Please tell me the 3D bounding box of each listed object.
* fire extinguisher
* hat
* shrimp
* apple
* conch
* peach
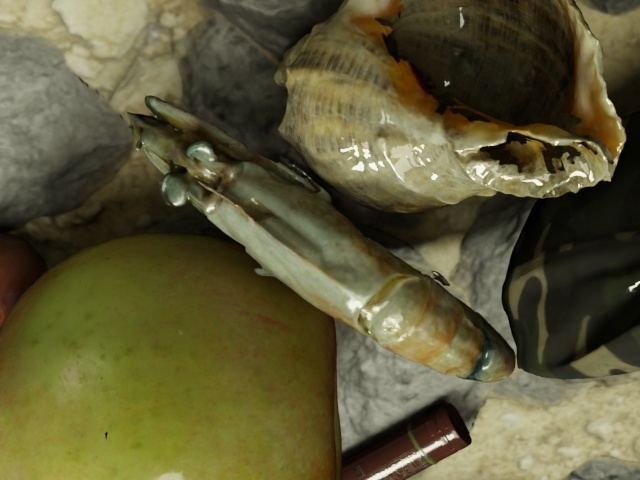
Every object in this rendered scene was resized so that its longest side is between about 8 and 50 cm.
[{"bbox_3d":[0.063,0.204,1.725,0.157,0.045,0.078,-31,143,17],"label":"fire extinguisher"},{"bbox_3d":[0.282,-0.089,1.436,0.257,0.366,0.381,7,102,21],"label":"hat"},{"bbox_3d":[0.000,0.000,1.472,0.360,0.247,0.085,34,95,-12],"label":"shrimp"},{"bbox_3d":[-0.115,0.151,1.507,0.277,0.319,0.319,-1,126,13],"label":"apple"},{"bbox_3d":[0.101,-0.114,1.426,0.291,0.159,0.210,18,88,21],"label":"conch"},{"bbox_3d":[-0.264,0.036,1.567,0.083,0.083,0.083,-1,125,-2],"label":"peach"}]
